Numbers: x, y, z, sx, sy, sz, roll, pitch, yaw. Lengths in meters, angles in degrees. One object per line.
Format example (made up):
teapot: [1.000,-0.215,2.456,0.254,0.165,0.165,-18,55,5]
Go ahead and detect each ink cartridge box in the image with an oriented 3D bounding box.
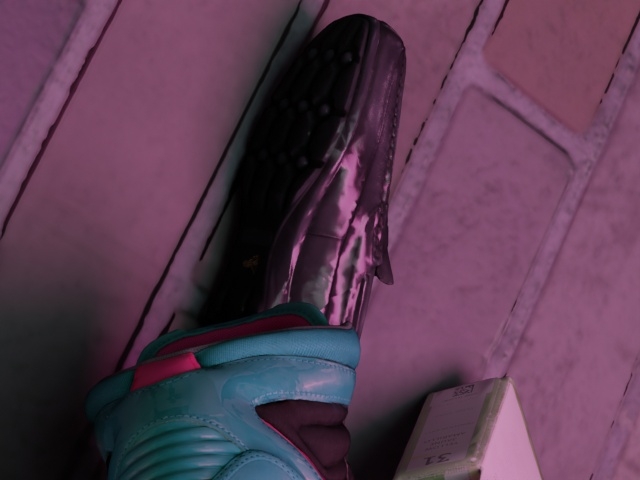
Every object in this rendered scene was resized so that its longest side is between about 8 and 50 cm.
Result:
ink cartridge box: [0.081,0.187,0.902,0.235,0.056,0.171,-53,127,-68]

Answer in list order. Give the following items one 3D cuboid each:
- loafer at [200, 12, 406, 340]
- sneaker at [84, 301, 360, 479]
loafer: [0.000,0.000,0.919,0.078,0.076,0.223,19,86,-37]
sneaker: [-0.021,0.122,0.827,0.295,0.123,0.178,58,20,-62]
